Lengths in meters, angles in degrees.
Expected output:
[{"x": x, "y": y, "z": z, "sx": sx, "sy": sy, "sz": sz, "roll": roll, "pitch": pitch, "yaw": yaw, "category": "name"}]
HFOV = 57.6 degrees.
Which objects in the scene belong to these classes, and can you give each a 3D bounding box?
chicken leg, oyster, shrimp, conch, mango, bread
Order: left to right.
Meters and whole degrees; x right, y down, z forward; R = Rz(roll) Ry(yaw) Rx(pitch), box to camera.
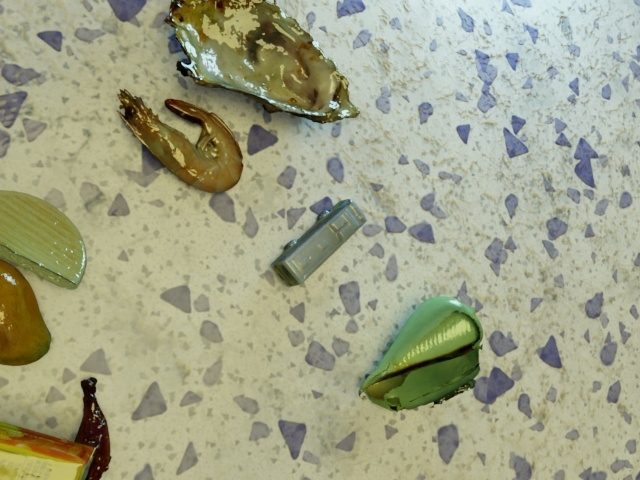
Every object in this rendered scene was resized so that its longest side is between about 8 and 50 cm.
[{"x": -0.449, "y": 0.100, "z": 0.797, "sx": 0.115, "sy": 0.089, "sz": 0.165, "roll": -22, "pitch": 96, "yaw": -35, "category": "mango"}, {"x": -0.420, "y": -0.013, "z": 0.837, "sx": 0.193, "sy": 0.036, "sz": 0.112, "roll": 32, "pitch": 40, "yaw": -21, "category": "bread"}, {"x": -0.347, "y": 0.307, "z": 0.838, "sx": 0.093, "sy": 0.053, "sz": 0.205, "roll": 26, "pitch": 69, "yaw": -5, "category": "chicken leg"}, {"x": -0.222, "y": -0.175, "z": 0.953, "sx": 0.236, "sy": 0.053, "sz": 0.133, "roll": 37, "pitch": 72, "yaw": -20, "category": "shrimp"}, {"x": -0.092, "y": -0.317, "z": 1.011, "sx": 0.361, "sy": 0.096, "sz": 0.221, "roll": 14, "pitch": 73, "yaw": -23, "category": "oyster"}, {"x": 0.201, "y": 0.215, "z": 1.050, "sx": 0.143, "sy": 0.137, "sz": 0.251, "roll": 41, "pitch": 69, "yaw": -16, "category": "conch"}]

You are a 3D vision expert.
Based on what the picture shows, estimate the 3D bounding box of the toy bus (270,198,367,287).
[{"x": 0.000, "y": 0.000, "z": 1.021, "sx": 0.190, "sy": 0.075, "sz": 0.064, "roll": -43, "pitch": 101, "yaw": -22, "category": "toy bus"}]

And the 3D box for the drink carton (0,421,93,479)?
[{"x": -0.470, "y": 0.263, "z": 0.701, "sx": 0.351, "sy": 0.154, "sz": 0.111, "roll": 20, "pitch": 73, "yaw": -12, "category": "drink carton"}]
